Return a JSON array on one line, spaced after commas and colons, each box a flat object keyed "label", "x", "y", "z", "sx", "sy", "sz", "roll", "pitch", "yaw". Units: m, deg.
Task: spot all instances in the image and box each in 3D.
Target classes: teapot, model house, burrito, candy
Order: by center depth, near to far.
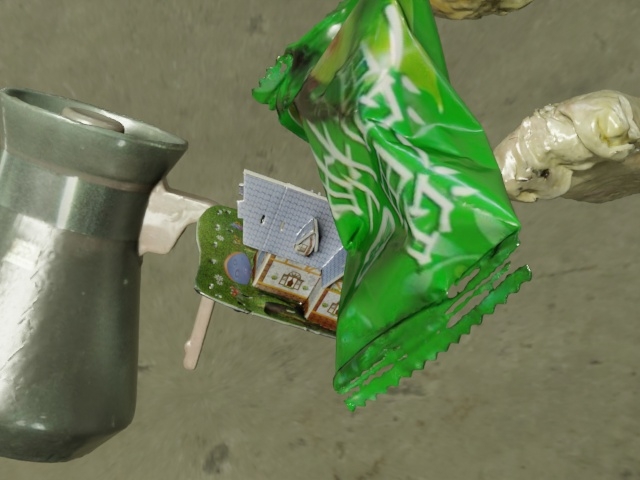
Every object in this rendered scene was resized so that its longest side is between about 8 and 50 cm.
[{"label": "candy", "x": 0.036, "y": -0.035, "z": 0.599, "sx": 0.078, "sy": 0.141, "sz": 0.203, "roll": -1, "pitch": 58, "yaw": -21}, {"label": "model house", "x": 0.000, "y": 0.000, "z": 0.906, "sx": 0.167, "sy": 0.117, "sz": 0.088, "roll": 21, "pitch": 125, "yaw": -13}, {"label": "teapot", "x": -0.257, "y": 0.040, "z": 1.287, "sx": 0.300, "sy": 0.253, "sz": 0.343, "roll": 17, "pitch": 99, "yaw": -3}, {"label": "burrito", "x": 0.300, "y": -0.097, "z": 1.326, "sx": 0.348, "sy": 0.175, "sz": 0.107, "roll": -7, "pitch": 85, "yaw": -51}]

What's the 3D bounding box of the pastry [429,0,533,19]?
[{"label": "pastry", "x": 0.128, "y": -0.357, "z": 1.115, "sx": 0.136, "sy": 0.330, "sz": 0.329, "roll": -6, "pitch": 84, "yaw": -19}]
